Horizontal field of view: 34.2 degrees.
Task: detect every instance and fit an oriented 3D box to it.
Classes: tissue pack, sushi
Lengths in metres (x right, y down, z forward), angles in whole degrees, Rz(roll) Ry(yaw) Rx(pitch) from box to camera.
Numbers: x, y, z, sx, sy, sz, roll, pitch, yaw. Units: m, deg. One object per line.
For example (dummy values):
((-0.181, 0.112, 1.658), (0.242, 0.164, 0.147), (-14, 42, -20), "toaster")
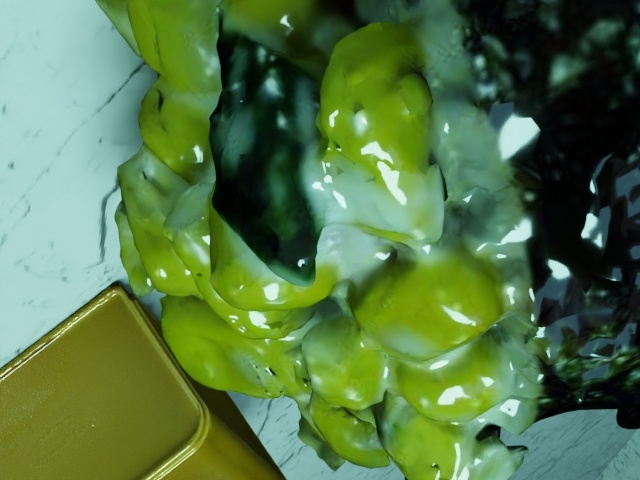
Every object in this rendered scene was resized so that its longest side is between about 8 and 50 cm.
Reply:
((-0.153, 0.188, 0.820), (0.194, 0.145, 0.274), (-36, 152, -5), "tissue pack")
((0.037, -0.063, 0.504), (0.285, 0.328, 0.329), (-21, 150, -14), "sushi")
